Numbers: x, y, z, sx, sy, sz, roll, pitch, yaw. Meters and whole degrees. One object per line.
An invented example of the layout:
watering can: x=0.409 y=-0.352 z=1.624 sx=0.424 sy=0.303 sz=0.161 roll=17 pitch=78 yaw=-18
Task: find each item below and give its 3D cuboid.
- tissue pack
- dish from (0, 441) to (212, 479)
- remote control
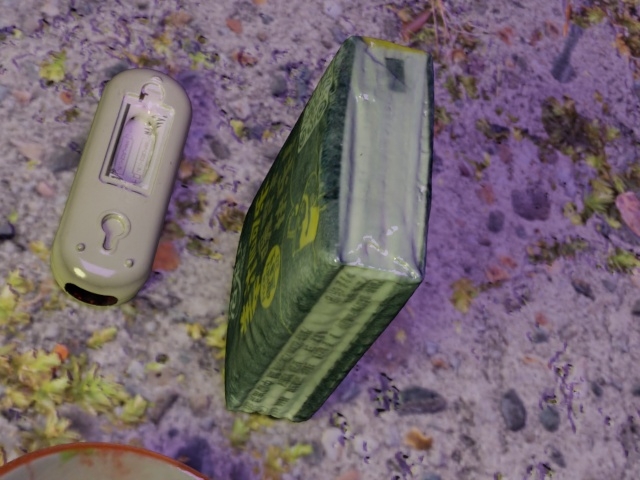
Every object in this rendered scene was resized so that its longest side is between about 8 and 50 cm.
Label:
tissue pack: x=0.000 y=0.000 z=0.912 sx=0.081 sy=0.257 sz=0.185 roll=14 pitch=58 yaw=-13
dish: x=-0.140 y=0.262 z=0.798 sx=0.260 sy=0.085 sz=0.260 roll=18 pitch=48 yaw=-21
remote control: x=-0.155 y=-0.049 z=1.008 sx=0.078 sy=0.042 sz=0.221 roll=19 pitch=55 yaw=-12
